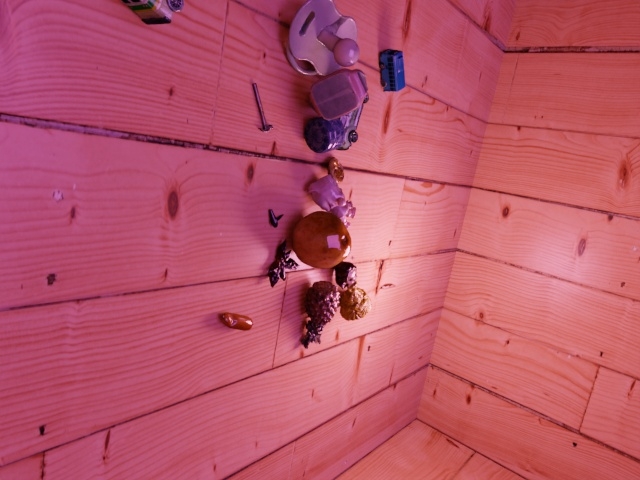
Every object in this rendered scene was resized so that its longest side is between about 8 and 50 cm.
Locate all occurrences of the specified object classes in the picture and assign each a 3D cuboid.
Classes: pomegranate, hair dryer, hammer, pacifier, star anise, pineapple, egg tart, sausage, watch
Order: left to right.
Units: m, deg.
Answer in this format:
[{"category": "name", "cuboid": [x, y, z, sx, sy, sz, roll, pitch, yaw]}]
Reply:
[{"category": "sausage", "cuboid": [-0.339, 0.329, 1.824, 0.183, 0.054, 0.062, 24, 53, -51]}, {"category": "hammer", "cuboid": [-0.221, -0.485, 1.659, 0.062, 0.017, 0.182, -41, 132, -34]}, {"category": "hair dryer", "cuboid": [-0.181, -0.102, 1.870, 0.083, 0.031, 0.078, -44, 128, -51]}, {"category": "star anise", "cuboid": [-0.159, 0.111, 1.957, 0.157, 0.054, 0.212, 38, 73, -50]}, {"category": "pineapple", "cuboid": [-0.005, 0.369, 2.188, 0.175, 0.175, 0.361, -25, 133, -44]}, {"category": "pomegranate", "cuboid": [0.000, 0.000, 1.960, 0.260, 0.261, 0.260, -24, 123, -44]}, {"category": "pacifier", "cuboid": [0.034, -0.725, 1.686, 0.343, 0.269, 0.288, 10, 122, -49]}, {"category": "egg tart", "cuboid": [0.061, -0.316, 2.041, 0.129, 0.049, 0.128, 32, 52, -52]}, {"category": "watch", "cuboid": [0.073, -0.588, 1.780, 0.161, 0.254, 0.241, 64, 30, -21]}]

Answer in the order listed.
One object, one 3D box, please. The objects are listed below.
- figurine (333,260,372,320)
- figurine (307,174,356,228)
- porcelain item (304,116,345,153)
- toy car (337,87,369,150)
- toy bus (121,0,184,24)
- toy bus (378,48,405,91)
[{"category": "figurine", "cuboid": [0.157, 0.240, 2.310, 0.188, 0.168, 0.315, -25, 130, -11]}, {"category": "figurine", "cuboid": [0.058, -0.173, 2.014, 0.133, 0.200, 0.276, -39, 121, 2]}, {"category": "porcelain item", "cuboid": [0.014, -0.440, 1.865, 0.114, 0.147, 0.147, -25, 124, -43]}, {"category": "toy car", "cuboid": [0.100, -0.545, 1.942, 0.125, 0.136, 0.305, 11, 96, -44]}, {"category": "toy bus", "cuboid": [-0.431, -0.735, 1.191, 0.165, 0.134, 0.275, 23, 86, -53]}, {"category": "toy bus", "cuboid": [0.348, -0.814, 2.160, 0.090, 0.106, 0.184, -38, 132, -33]}]
